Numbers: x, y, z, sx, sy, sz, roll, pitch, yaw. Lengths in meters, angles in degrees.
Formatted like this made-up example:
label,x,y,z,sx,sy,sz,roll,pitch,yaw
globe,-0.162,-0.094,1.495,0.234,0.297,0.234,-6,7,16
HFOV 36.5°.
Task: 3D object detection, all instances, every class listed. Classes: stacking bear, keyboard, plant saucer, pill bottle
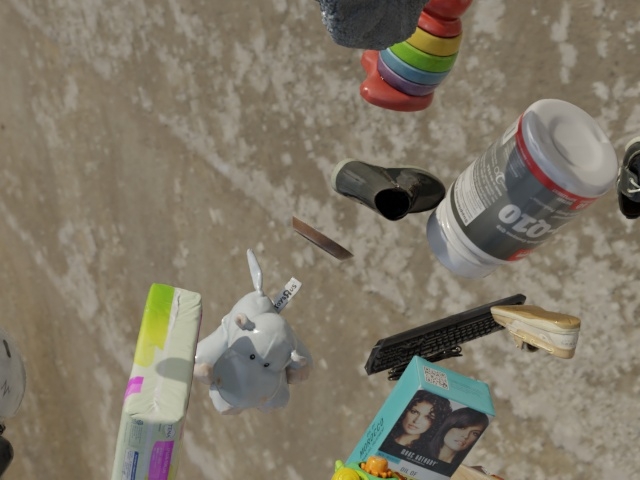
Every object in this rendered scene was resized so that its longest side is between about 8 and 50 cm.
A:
label,x,y,z,sx,sy,sz,roll,pitch,yaw
stacking bear,0.204,-0.409,1.901,0.175,0.164,0.289,-86,16,-46
keyboard,0.228,0.194,1.826,0.201,0.317,0.033,106,144,-57
plant saucer,0.000,0.000,2.215,0.168,0.029,0.168,33,177,2
pill bottle,0.289,-0.065,1.441,0.161,0.161,0.283,60,141,16

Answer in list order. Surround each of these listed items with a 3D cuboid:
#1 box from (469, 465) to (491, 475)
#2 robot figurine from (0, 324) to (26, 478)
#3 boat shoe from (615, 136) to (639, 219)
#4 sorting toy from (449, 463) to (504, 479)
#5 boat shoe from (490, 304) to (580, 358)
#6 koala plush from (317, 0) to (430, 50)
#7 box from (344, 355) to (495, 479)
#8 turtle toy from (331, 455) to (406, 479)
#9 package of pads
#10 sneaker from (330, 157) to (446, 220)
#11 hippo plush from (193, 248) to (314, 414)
label,x,y,z,sx,sy,sz,roll,pitch,yaw
box,0.293,0.605,2.060,0.168,0.167,0.203,-146,48,-86
robot figurine,-0.417,0.186,0.956,0.209,0.278,0.173,38,172,-15
boat shoe,0.524,-0.102,1.566,0.233,0.084,0.079,71,-153,-70
sorting toy,0.197,0.368,1.331,0.274,0.046,0.132,10,97,60
boat shoe,0.280,0.121,1.290,0.170,0.063,0.059,-165,74,-69
koala plush,0.017,-0.335,1.069,0.221,0.196,0.203,47,160,38
box,0.099,0.258,1.142,0.060,0.100,0.244,-91,26,-61
turtle toy,0.058,0.242,0.849,0.130,0.066,0.095,49,155,19
package of pads,-0.259,0.250,1.559,0.297,0.101,0.229,-88,11,-52
sneaker,0.131,-0.064,1.513,0.118,0.222,0.083,39,117,48
hippo plush,-0.092,0.208,1.773,0.234,0.294,0.236,34,175,-16
